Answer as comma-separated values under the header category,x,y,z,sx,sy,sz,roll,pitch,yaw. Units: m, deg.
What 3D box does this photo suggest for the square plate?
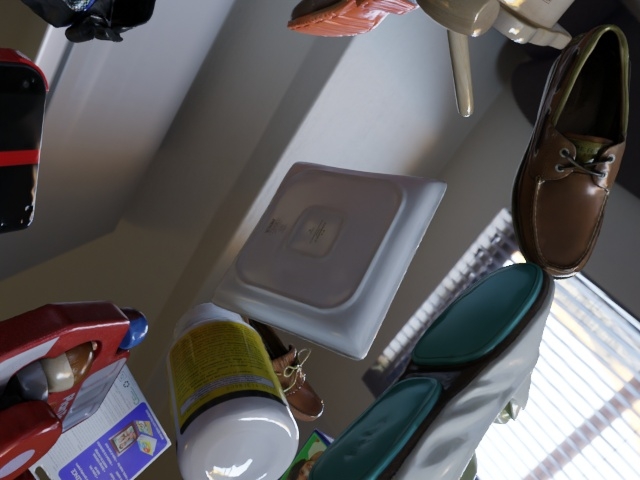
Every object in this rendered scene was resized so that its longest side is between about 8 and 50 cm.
category,x,y,z,sx,sy,sz,roll,pitch,yaw
square plate,0.000,0.000,0.976,0.344,0.347,0.049,14,155,35

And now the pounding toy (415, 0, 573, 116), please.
category,x,y,z,sx,sy,sz,roll,pitch,yaw
pounding toy,0.124,-0.213,0.462,0.154,0.155,0.269,49,-143,17

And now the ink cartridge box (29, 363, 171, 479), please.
category,x,y,z,sx,sy,sz,roll,pitch,yaw
ink cartridge box,-0.358,0.304,0.844,0.045,0.206,0.208,0,-152,41

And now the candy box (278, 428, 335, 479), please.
category,x,y,z,sx,sy,sz,roll,pitch,yaw
candy box,0.011,0.550,0.997,0.268,0.317,0.122,41,170,-27

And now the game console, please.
category,x,y,z,sx,sy,sz,roll,pitch,yaw
game console,-0.631,-0.142,0.877,0.060,0.342,0.386,32,-154,23

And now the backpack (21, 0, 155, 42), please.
category,x,y,z,sx,sy,sz,roll,pitch,yaw
backpack,-0.249,-0.365,0.521,0.276,0.263,0.213,40,-179,37

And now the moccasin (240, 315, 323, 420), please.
category,x,y,z,sx,sy,sz,roll,pitch,yaw
moccasin,-0.118,0.344,1.571,0.380,0.147,0.139,55,-147,8

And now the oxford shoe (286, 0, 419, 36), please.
category,x,y,z,sx,sy,sz,roll,pitch,yaw
oxford shoe,0.060,-0.454,0.986,0.130,0.132,0.364,-5,-173,-37

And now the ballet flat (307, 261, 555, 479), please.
category,x,y,z,sx,sy,sz,roll,pitch,yaw
ballet flat,0.144,0.174,0.589,0.139,0.139,0.400,40,-128,16

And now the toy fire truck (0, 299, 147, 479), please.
category,x,y,z,sx,sy,sz,roll,pitch,yaw
toy fire truck,-0.324,0.167,0.620,0.169,0.302,0.254,44,-147,12

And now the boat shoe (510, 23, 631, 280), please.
category,x,y,z,sx,sy,sz,roll,pitch,yaw
boat shoe,0.304,-0.104,0.670,0.111,0.307,0.104,7,177,7

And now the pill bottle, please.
category,x,y,z,sx,sy,sz,roll,pitch,yaw
pill bottle,-0.170,0.255,0.968,0.188,0.188,0.334,22,-163,-29
